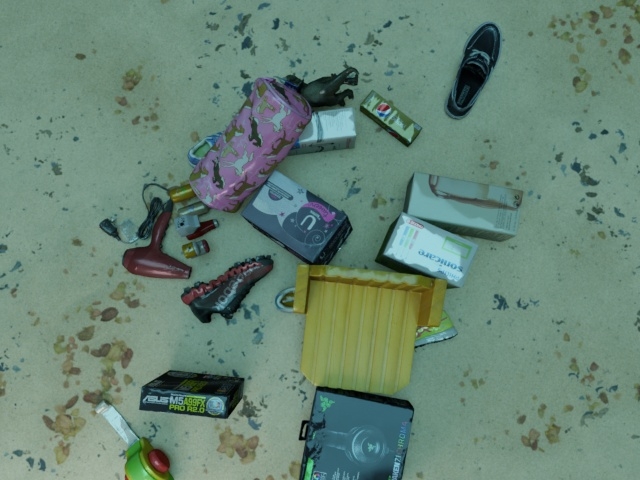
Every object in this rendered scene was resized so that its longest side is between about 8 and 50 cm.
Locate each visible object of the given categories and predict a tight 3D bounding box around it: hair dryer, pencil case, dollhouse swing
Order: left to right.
[{"bbox_3d":[-0.466,-0.002,1.707,0.224,0.080,0.293,-37,86,-3],"label":"hair dryer"},{"bbox_3d":[-0.188,-0.243,1.586,0.386,0.160,0.167,-48,44,28],"label":"pencil case"},{"bbox_3d":[0.101,0.233,1.504,0.347,0.315,0.304,7,83,1],"label":"dollhouse swing"}]

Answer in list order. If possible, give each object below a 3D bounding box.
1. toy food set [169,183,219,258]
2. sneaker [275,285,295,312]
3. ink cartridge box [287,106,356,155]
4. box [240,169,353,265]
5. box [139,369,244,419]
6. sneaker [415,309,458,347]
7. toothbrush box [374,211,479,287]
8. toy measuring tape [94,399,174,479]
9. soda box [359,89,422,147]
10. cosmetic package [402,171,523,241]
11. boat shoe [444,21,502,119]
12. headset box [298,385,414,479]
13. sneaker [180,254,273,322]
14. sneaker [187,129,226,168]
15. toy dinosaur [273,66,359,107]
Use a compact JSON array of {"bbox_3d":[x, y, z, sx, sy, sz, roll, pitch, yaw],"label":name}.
[{"bbox_3d":[-0.337,-0.049,1.686,0.105,0.111,0.232,-20,54,-1],"label":"toy food set"},{"bbox_3d":[-0.012,0.155,1.683,0.229,0.092,0.087,-15,84,-2],"label":"sneaker"},{"bbox_3d":[-0.005,-0.300,1.692,0.203,0.148,0.085,-7,86,1],"label":"ink cartridge box"},{"bbox_3d":[-0.060,-0.053,1.649,0.247,0.142,0.163,34,83,15],"label":"box"},{"bbox_3d":[-0.323,0.394,1.577,0.217,0.270,0.060,6,86,2],"label":"box"},{"bbox_3d":[0.267,0.249,1.685,0.209,0.081,0.094,-14,77,-6],"label":"sneaker"},{"bbox_3d":[0.267,0.036,1.594,0.206,0.283,0.122,24,86,3],"label":"toothbrush box"},{"bbox_3d":[-0.508,0.573,1.642,0.121,0.121,0.330,-41,86,-3],"label":"toy measuring tape"},{"bbox_3d":[0.200,-0.347,1.737,0.181,0.061,0.058,39,87,3],"label":"soda box"},{"bbox_3d":[0.382,-0.090,1.671,0.296,0.153,0.129,10,84,0],"label":"cosmetic package"},{"bbox_3d":[0.440,-0.493,1.727,0.108,0.102,0.301,27,86,3],"label":"boat shoe"},{"bbox_3d":[0.084,0.532,1.630,0.283,0.131,0.246,12,85,2],"label":"headset box"},{"bbox_3d":[-0.241,0.140,1.684,0.276,0.097,0.135,-28,85,0],"label":"sneaker"},{"bbox_3d":[-0.280,-0.268,1.726,0.211,0.081,0.080,-30,84,-3],"label":"sneaker"},{"bbox_3d":[0.008,-0.408,1.676,0.160,0.314,0.120,-21,113,-23],"label":"toy dinosaur"}]
